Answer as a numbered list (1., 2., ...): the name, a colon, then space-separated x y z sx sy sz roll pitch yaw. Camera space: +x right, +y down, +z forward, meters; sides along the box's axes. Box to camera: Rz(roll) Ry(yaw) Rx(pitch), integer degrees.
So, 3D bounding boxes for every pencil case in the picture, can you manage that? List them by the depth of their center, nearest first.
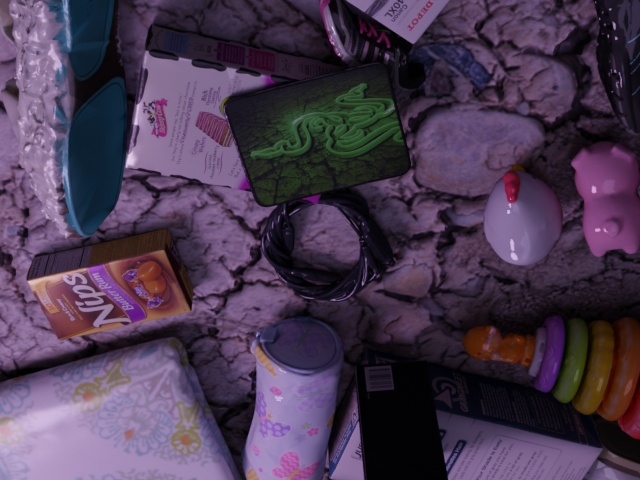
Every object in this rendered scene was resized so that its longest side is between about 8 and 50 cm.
1. pencil case: -0.042 0.236 1.518 0.124 0.113 0.273 3 126 -6

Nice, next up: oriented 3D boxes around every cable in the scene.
1. cable: 0.000 0.000 1.395 0.151 0.047 0.184 -24 126 21

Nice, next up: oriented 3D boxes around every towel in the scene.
1. towel: -0.289 0.330 1.573 0.321 0.090 0.374 -17 115 6

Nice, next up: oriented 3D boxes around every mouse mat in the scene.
1. mouse mat: -0.002 -0.116 1.241 0.190 0.007 0.152 -14 125 5

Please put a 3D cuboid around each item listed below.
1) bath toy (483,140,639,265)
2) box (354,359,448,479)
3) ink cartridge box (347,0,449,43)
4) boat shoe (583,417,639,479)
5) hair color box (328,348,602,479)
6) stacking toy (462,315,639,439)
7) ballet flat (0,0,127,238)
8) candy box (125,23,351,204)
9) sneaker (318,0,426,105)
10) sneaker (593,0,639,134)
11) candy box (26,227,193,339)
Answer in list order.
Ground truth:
1. bath toy: 0.361 -0.063 1.299 0.348 0.151 0.129 -9 139 16
2. box: 0.102 0.301 1.352 0.103 0.261 0.184 -3 124 0
3. ink cartridge box: 0.073 -0.297 1.163 0.150 0.063 0.109 29 120 -21
4. boat shoe: 0.506 0.369 1.643 0.302 0.113 0.103 28 122 -8
5. hair color box: 0.201 0.284 1.565 0.347 0.105 0.173 15 122 -13
6. stacking toy: 0.339 0.163 1.472 0.302 0.165 0.175 12 137 3
7. ballet flat: -0.288 -0.192 1.202 0.147 0.147 0.408 5 129 -6
8. candy box: -0.097 -0.143 1.265 0.234 0.071 0.159 11 125 -11
9. sneaker: 0.062 -0.219 1.222 0.075 0.063 0.170 -28 127 18
10. sneaker: 0.354 -0.235 1.197 0.106 0.101 0.267 -14 126 5
11. candy box: -0.270 0.058 1.419 0.187 0.053 0.109 -12 126 8
